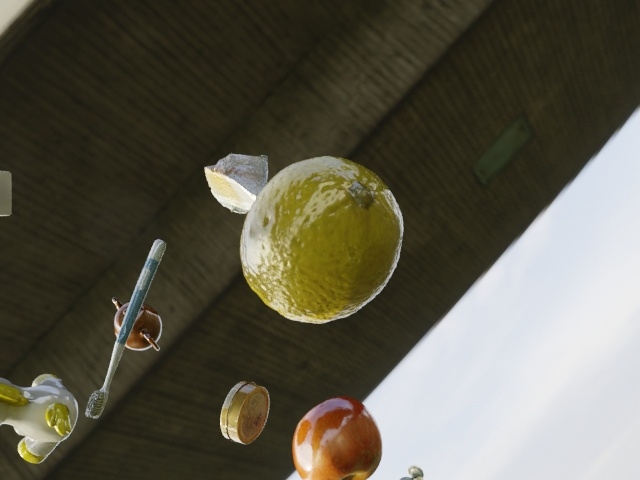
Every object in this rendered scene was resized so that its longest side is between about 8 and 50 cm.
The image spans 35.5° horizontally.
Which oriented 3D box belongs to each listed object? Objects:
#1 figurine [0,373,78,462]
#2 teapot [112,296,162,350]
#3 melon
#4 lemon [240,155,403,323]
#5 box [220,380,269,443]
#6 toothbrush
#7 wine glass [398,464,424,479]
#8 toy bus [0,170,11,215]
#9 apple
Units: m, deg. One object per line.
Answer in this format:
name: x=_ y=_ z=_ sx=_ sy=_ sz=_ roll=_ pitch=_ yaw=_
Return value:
figurine: x=-0.375 y=0.191 z=1.174 sx=0.129 sy=0.178 sz=0.109 roll=-33 pitch=40 yaw=64
teapot: x=-0.422 y=0.191 z=2.286 sx=0.116 sy=0.173 sz=0.116 roll=-29 pitch=-40 yaw=-27
melon: x=-0.164 y=-0.137 z=2.131 sx=0.139 sy=0.202 sz=0.093 roll=-46 pitch=-55 yaw=-18
lemon: x=0.001 y=-0.001 z=1.547 sx=0.267 sy=0.267 sz=0.267 roll=-35 pitch=-30 yaw=-24
box: x=-0.128 y=0.294 z=1.707 sx=0.105 sy=0.037 sz=0.106 roll=-36 pitch=-48 yaw=-54
toothbrush: x=-0.280 y=0.127 z=1.431 sx=0.025 sy=0.019 sz=0.276 roll=17 pitch=-85 yaw=-65
wine glass: x=0.161 y=0.464 z=1.888 sx=0.083 sy=0.039 sz=0.042 roll=-37 pitch=-5 yaw=-41
toy bus: x=-0.720 y=-0.090 z=1.860 sx=0.301 sy=0.139 sz=0.113 roll=-1 pitch=-90 yaw=-68
apple: x=0.028 y=0.342 z=1.687 sx=0.163 sy=0.139 sz=0.163 roll=-17 pitch=-27 yaw=-9
